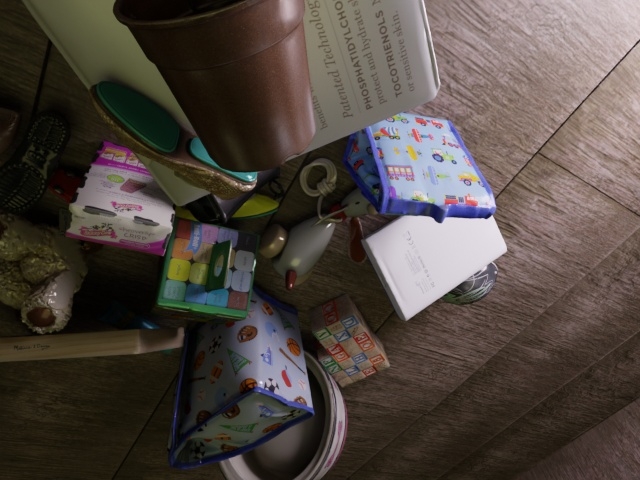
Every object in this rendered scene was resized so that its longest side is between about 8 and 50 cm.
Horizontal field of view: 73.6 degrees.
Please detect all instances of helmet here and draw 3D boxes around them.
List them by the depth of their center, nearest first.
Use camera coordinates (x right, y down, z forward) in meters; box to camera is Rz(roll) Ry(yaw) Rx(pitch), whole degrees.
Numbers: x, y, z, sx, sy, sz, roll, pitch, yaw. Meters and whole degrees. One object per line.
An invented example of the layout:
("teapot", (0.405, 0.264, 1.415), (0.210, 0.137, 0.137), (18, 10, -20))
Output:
("helmet", (0.373, 0.090, 1.134), (0.169, 0.161, 0.169), (-6, 129, -8))

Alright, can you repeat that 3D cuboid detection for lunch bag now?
("lunch bag", (0.190, -0.133, 0.833), (0.221, 0.293, 0.138), (4, 126, -15))
("lunch bag", (-0.244, 0.358, 1.106), (0.385, 0.328, 0.239), (-37, 127, 21))

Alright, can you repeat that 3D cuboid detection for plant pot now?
("plant pot", (-0.079, -0.167, 0.418), (0.167, 0.167, 0.165), (-16, 137, 0))

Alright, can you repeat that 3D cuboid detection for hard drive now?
("hard drive", (0.271, 0.012, 0.999), (0.318, 0.040, 0.210), (-30, 100, -16))

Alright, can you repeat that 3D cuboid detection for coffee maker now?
("coffee maker", (-0.165, -0.110, 0.827), (0.171, 0.178, 0.120), (49, 145, -13))

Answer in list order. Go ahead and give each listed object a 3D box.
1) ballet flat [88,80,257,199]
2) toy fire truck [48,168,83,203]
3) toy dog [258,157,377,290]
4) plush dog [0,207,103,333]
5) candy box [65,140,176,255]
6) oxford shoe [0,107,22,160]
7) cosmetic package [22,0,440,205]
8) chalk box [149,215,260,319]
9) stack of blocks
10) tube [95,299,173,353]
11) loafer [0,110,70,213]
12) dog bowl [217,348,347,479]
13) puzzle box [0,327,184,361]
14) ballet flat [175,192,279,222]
("ballet flat", (-0.174, -0.103, 0.506), (0.206, 0.073, 0.067), (30, 133, -27))
("toy fire truck", (-0.450, -0.064, 0.889), (0.192, 0.047, 0.135), (26, 156, -5))
("toy dog", (0.000, 0.000, 0.983), (0.220, 0.161, 0.334), (23, 120, -28))
("plush dog", (-0.617, 0.064, 0.918), (0.225, 0.210, 0.262), (-20, 102, 22))
("candy box", (-0.351, -0.084, 0.794), (0.159, 0.233, 0.071), (14, 123, -21))
("oxford shoe", (-0.679, -0.260, 0.683), (0.363, 0.130, 0.133), (34, 82, -25))
("cosmetic package", (-0.102, -0.324, 0.597), (0.393, 0.329, 0.327), (-22, 130, 6))
("chalk box", (-0.242, 0.069, 0.888), (0.179, 0.180, 0.289), (13, 161, -21))
("stack of blocks", (0.072, 0.308, 1.288), (0.171, 0.087, 0.297), (-26, 128, 9))
("tube", (-0.482, 0.233, 1.141), (0.080, 0.052, 0.207), (-44, 118, 12))
("loafer", (-0.526, -0.144, 0.796), (0.080, 0.078, 0.220), (36, 102, -25))
("dog bowl", (-0.103, 0.522, 1.236), (0.408, 0.408, 0.150), (-32, 140, 13))
("puzzle box", (-0.556, 0.237, 0.983), (0.408, 0.052, 0.272), (-3, 169, 0))
("ballet flat", (-0.209, -0.077, 0.938), (0.231, 0.077, 0.077), (-12, 113, 0))
